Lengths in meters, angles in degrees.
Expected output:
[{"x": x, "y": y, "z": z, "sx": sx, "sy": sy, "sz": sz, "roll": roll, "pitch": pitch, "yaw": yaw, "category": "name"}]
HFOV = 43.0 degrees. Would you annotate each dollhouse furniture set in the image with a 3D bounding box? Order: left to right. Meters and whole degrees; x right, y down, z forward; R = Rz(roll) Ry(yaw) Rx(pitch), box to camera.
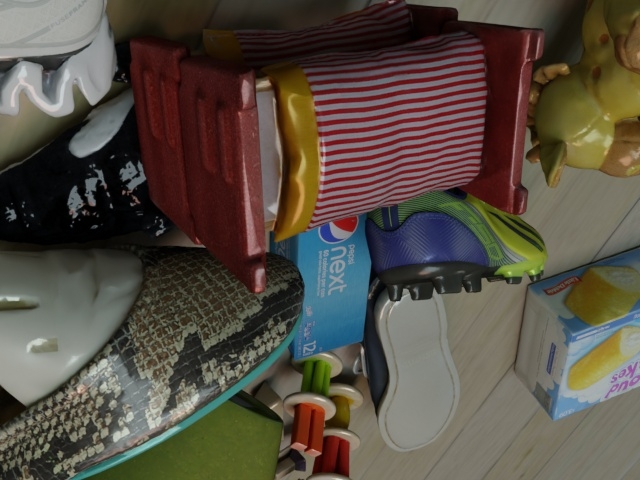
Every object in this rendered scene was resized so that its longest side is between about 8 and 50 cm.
[{"x": -0.018, "y": 0.198, "z": 0.846, "sx": 0.081, "sy": 0.091, "sz": 0.114, "roll": -25, "pitch": 133, "yaw": -30, "category": "dollhouse furniture set"}, {"x": 0.000, "y": -0.183, "z": 0.438, "sx": 0.201, "sy": 0.152, "sz": 0.373, "roll": -18, "pitch": 120, "yaw": -27, "category": "dollhouse furniture set"}]

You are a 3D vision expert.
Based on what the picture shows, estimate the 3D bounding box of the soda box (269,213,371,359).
[{"x": 0.000, "y": 0.000, "z": 0.695, "sx": 0.071, "sy": 0.067, "sz": 0.210, "roll": -13, "pitch": 131, "yaw": -20, "category": "soda box"}]

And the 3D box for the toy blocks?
[{"x": 0.000, "y": 0.199, "z": 0.798, "sx": 0.054, "sy": 0.148, "sz": 0.123, "roll": -9, "pitch": 138, "yaw": 20, "category": "toy blocks"}]

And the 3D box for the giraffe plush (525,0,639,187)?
[{"x": 0.244, "y": -0.122, "z": 0.658, "sx": 0.181, "sy": 0.210, "sz": 0.170, "roll": -19, "pitch": 143, "yaw": -48, "category": "giraffe plush"}]

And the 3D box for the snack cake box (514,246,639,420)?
[{"x": 0.370, "y": 0.094, "z": 0.960, "sx": 0.265, "sy": 0.089, "sz": 0.152, "roll": -17, "pitch": 131, "yaw": -15, "category": "snack cake box"}]

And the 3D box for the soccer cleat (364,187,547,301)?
[{"x": 0.127, "y": -0.017, "z": 0.702, "sx": 0.094, "sy": 0.121, "sz": 0.289, "roll": -11, "pitch": 176, "yaw": 30, "category": "soccer cleat"}]

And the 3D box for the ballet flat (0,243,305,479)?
[{"x": -0.249, "y": 0.111, "z": 0.574, "sx": 0.483, "sy": 0.164, "sz": 0.182, "roll": -30, "pitch": 125, "yaw": 9, "category": "ballet flat"}]

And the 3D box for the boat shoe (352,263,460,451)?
[{"x": 0.080, "y": 0.118, "z": 0.827, "sx": 0.095, "sy": 0.079, "sz": 0.254, "roll": -23, "pitch": 131, "yaw": -8, "category": "boat shoe"}]

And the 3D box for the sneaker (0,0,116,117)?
[{"x": -0.253, "y": -0.123, "z": 0.421, "sx": 0.292, "sy": 0.110, "sz": 0.118, "roll": -15, "pitch": 145, "yaw": -27, "category": "sneaker"}]

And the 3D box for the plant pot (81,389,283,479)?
[{"x": -0.160, "y": 0.251, "z": 0.689, "sx": 0.275, "sy": 0.275, "sz": 0.293, "roll": 36, "pitch": 82, "yaw": -42, "category": "plant pot"}]

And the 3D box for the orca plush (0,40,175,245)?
[{"x": -0.136, "y": -0.047, "z": 0.558, "sx": 0.287, "sy": 0.102, "sz": 0.151, "roll": -11, "pitch": 130, "yaw": -21, "category": "orca plush"}]
